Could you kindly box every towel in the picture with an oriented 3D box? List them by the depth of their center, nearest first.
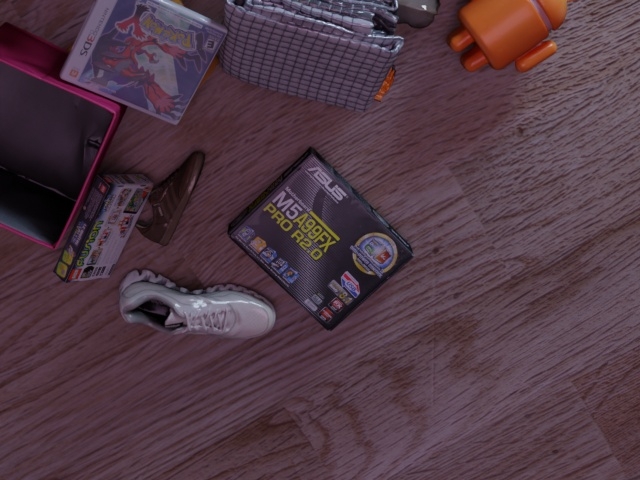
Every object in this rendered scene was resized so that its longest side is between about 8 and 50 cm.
[{"bbox_3d":[-0.017,-0.336,1.801,0.284,0.235,0.121,13,69,-5],"label":"towel"}]

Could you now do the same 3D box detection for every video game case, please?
[{"bbox_3d":[-0.272,-0.290,1.714,0.201,0.023,0.183,21,117,-25],"label":"video game case"}]

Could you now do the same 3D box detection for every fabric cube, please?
[{"bbox_3d":[-0.480,-0.180,1.827,0.259,0.258,0.254,24,107,-10],"label":"fabric cube"}]

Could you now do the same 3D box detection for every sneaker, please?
[{"bbox_3d":[-0.267,-0.081,1.969,0.071,0.066,0.188,24,105,-7],"label":"sneaker"},{"bbox_3d":[-0.226,0.135,2.018,0.292,0.118,0.110,9,106,-6],"label":"sneaker"}]

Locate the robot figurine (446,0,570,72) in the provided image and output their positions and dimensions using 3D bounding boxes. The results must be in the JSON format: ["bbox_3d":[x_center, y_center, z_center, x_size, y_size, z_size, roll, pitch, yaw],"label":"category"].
[{"bbox_3d":[0.319,-0.371,1.860,0.219,0.128,0.158,-36,67,10],"label":"robot figurine"}]

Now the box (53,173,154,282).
[{"bbox_3d":[-0.380,-0.022,1.952,0.036,0.114,0.207,40,113,25],"label":"box"}]

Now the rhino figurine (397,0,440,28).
[{"bbox_3d":[0.085,-0.408,1.849,0.243,0.106,0.073,12,107,-6],"label":"rhino figurine"}]

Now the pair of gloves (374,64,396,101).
[{"bbox_3d":[0.087,-0.288,1.940,0.083,0.010,0.074,24,106,-9],"label":"pair of gloves"}]

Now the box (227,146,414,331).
[{"bbox_3d":[0.000,0.000,2.008,0.216,0.060,0.270,-42,105,12],"label":"box"}]

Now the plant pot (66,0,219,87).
[{"bbox_3d":[-0.275,-0.315,1.817,0.205,0.205,0.188,-42,107,11],"label":"plant pot"}]
